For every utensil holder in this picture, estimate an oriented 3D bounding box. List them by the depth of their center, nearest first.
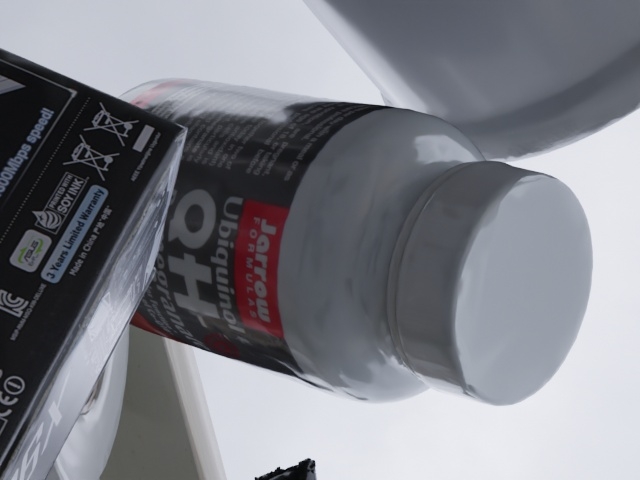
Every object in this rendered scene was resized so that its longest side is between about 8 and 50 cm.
[{"bbox_3d":[0.080,-0.298,0.958,0.327,0.385,0.328,-29,-145,22],"label":"utensil holder"}]

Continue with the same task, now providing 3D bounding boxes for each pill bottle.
[{"bbox_3d":[0.000,0.000,0.877,0.318,0.176,0.176,13,-93,43],"label":"pill bottle"}]

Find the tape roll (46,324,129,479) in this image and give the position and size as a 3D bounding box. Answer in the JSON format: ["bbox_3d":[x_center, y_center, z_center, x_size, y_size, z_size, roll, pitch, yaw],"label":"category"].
[{"bbox_3d":[-0.249,0.061,1.045,0.169,0.246,0.246,1,-99,6],"label":"tape roll"}]

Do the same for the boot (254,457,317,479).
[{"bbox_3d":[0.000,0.147,0.664,0.121,0.045,0.099,-43,-137,26],"label":"boot"}]

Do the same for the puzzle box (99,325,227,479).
[{"bbox_3d":[-0.226,0.163,1.259,0.272,0.052,0.409,-14,-90,23],"label":"puzzle box"}]

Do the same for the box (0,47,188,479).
[{"bbox_3d":[-0.199,0.055,0.308,0.242,0.076,0.307,23,-126,0],"label":"box"}]
